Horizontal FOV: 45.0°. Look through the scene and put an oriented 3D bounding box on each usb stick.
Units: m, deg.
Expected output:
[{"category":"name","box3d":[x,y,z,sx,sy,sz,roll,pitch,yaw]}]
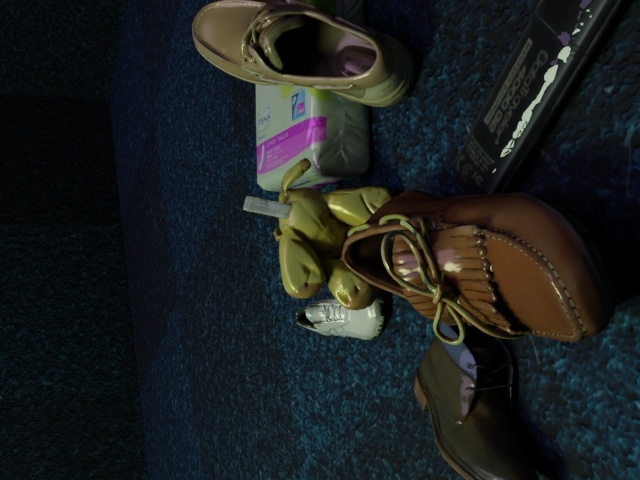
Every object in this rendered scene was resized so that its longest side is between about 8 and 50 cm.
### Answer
[{"category":"usb stick","box3d":[0.203,-0.148,0.733,0.077,0.045,0.278,61,143,34]}]

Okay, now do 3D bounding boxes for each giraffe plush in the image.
[{"category":"giraffe plush","box3d":[0.000,0.000,1.066,0.181,0.210,0.170,-61,-4,-8]}]

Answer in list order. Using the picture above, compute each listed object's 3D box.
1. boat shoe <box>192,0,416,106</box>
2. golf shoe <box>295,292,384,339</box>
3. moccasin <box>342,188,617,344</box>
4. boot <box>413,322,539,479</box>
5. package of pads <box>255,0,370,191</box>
[{"category":"boat shoe","box3d":[-0.044,-0.262,1.006,0.341,0.110,0.121,18,95,28]},{"category":"golf shoe","box3d":[0.025,0.108,1.085,0.176,0.086,0.069,152,117,-62]},{"category":"moccasin","box3d":[0.126,0.023,0.742,0.380,0.147,0.139,27,145,63]},{"category":"boot","box3d":[0.160,0.161,0.784,0.219,0.082,0.106,-128,42,-57]},{"category":"package of pads","box3d":[-0.019,-0.229,1.169,0.229,0.101,0.296,170,100,-64]}]
